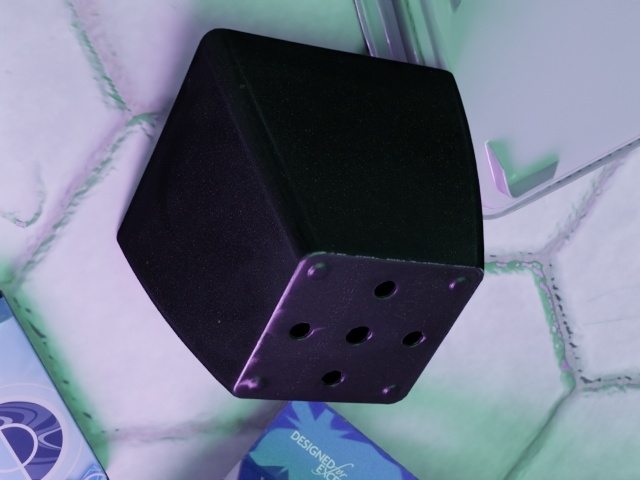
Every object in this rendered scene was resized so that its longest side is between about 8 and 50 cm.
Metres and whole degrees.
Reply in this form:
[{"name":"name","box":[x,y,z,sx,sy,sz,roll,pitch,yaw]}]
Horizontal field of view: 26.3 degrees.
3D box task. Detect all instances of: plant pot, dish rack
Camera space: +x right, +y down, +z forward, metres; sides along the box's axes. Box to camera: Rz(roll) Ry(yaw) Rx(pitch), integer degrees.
[{"name":"plant pot","box":[0.000,0.000,0.875,0.187,0.167,0.188,6,130,-29]},{"name":"dish rack","box":[0.198,-0.172,0.978,0.332,0.072,0.286,-28,124,-13]}]

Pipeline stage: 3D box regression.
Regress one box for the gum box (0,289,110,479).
[{"name":"gum box","box":[-0.245,0.148,0.936,0.157,0.041,0.184,-29,125,-11]}]

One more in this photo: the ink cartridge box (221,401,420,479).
[{"name":"ink cartridge box","box":[0.001,0.322,1.031,0.303,0.072,0.307,40,93,-12]}]
